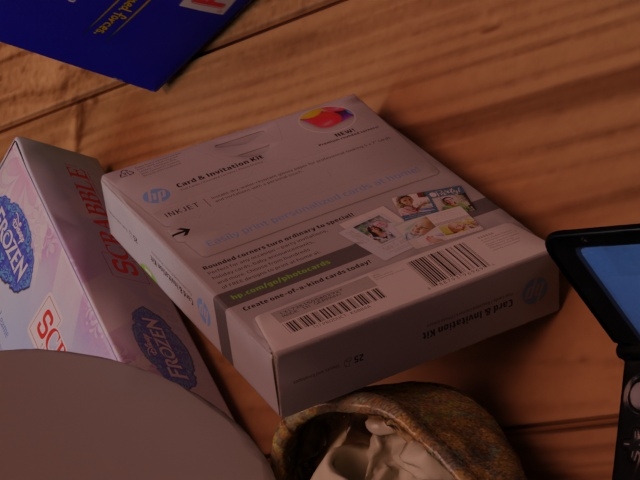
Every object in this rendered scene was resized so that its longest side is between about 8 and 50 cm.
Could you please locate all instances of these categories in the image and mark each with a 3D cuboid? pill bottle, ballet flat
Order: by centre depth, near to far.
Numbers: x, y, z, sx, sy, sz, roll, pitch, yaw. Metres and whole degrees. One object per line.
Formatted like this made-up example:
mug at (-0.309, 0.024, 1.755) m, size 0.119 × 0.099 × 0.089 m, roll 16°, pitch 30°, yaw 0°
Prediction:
ballet flat at (0.073, 0.180, 0.781) m, size 0.123 × 0.123 × 0.348 m, roll -57°, pitch 41°, yaw 22°
pill bottle at (-0.144, 0.245, 0.903) m, size 0.204 × 0.204 × 0.361 m, roll 50°, pitch 131°, yaw 48°

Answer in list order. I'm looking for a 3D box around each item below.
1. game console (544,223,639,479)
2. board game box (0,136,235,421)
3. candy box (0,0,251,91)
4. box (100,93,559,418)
game console at (0.146, 0.052, 0.768) m, size 0.122 × 0.071 × 0.107 m, roll -5°, pitch 73°, yaw 52°
board game box at (-0.178, 0.158, 1.147) m, size 0.318 × 0.066 × 0.319 m, roll -57°, pitch 40°, yaw 24°
candy box at (-0.147, -0.232, 1.042) m, size 0.268 × 0.317 × 0.122 m, roll -39°, pitch 47°, yaw 36°
box at (0.000, 0.000, 0.918) m, size 0.186 × 0.145 × 0.038 m, roll 42°, pitch 145°, yaw 49°
